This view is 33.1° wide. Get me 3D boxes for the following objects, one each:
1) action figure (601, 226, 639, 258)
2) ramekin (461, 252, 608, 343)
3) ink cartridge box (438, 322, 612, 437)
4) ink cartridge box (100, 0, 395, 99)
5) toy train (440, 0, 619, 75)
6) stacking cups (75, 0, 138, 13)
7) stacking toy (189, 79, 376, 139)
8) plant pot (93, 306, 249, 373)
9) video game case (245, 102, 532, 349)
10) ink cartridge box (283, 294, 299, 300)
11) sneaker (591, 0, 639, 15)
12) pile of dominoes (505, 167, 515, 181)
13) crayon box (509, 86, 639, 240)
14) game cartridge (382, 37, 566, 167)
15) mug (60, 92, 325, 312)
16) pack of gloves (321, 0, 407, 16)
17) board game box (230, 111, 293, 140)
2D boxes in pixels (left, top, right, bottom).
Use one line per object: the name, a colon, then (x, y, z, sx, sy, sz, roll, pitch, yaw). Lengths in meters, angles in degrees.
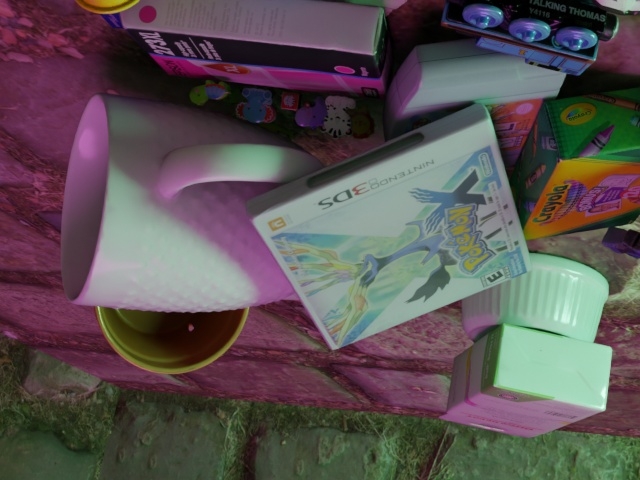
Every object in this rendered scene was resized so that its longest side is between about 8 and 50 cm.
action figure: (0.531, -0.020, 1.340, 0.330, 0.179, 0.341, 23, 177, -36)
ramekin: (0.377, 0.125, 1.943, 0.272, 0.127, 0.273, 10, 160, 4)
ink cartridge box: (0.360, 0.265, 1.970, 0.207, 0.119, 0.353, 13, 160, -7)
ink cartridge box: (-0.103, -0.237, 1.259, 0.370, 0.069, 0.176, 10, 173, 10)
toy train: (0.212, -0.231, 1.119, 0.184, 0.080, 0.105, 12, 167, -4)
stacking cups: (-0.241, -0.348, 1.038, 0.096, 0.096, 0.316, 8, 158, 9)
stacking toy: (-0.045, -0.166, 1.386, 0.221, 0.052, 0.167, 9, -175, 8)
plant pot: (-0.299, 0.098, 2.061, 0.290, 0.291, 0.203, 18, 175, -19)
video game case: (0.099, -0.002, 1.352, 0.300, 0.036, 0.329, -23, 142, 5)
ink cartridge box: (-0.021, 0.061, 2.053, 0.190, 0.082, 0.139, 4, 159, 24)
sneaker: (0.363, -0.274, 0.849, 0.447, 0.169, 0.257, 16, 170, 11)
pile of dominoes: (0.301, -0.059, 1.643, 0.196, 0.040, 0.251, 2, 167, 23)
crayon box: (0.341, -0.092, 1.356, 0.165, 0.081, 0.278, -9, 161, -3)
game cartridge: (0.176, -0.152, 1.312, 0.198, 0.062, 0.297, -12, 161, -3)
mug: (-0.136, -0.049, 1.403, 0.328, 0.276, 0.374, 7, 164, -24)
pack of gloves: (0.007, -0.304, 1.104, 0.232, 0.046, 0.195, 9, 164, -25)
board game box: (-0.126, -0.135, 1.624, 0.092, 0.043, 0.181, 21, 158, -24)
